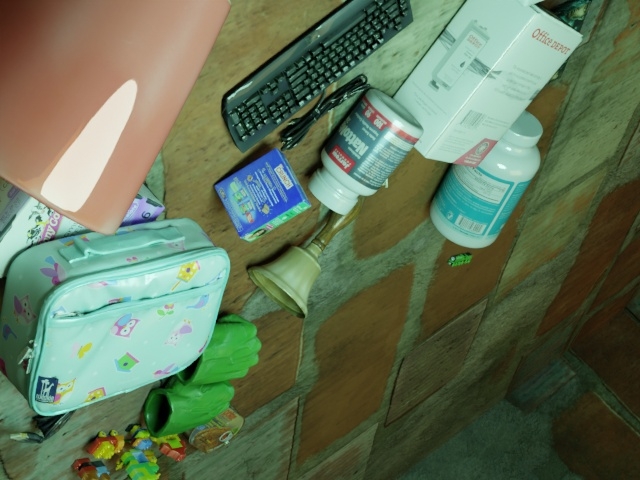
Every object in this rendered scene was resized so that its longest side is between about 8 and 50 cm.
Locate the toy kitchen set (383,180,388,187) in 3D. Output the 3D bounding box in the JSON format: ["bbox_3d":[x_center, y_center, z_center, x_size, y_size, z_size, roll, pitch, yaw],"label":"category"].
[{"bbox_3d":[0.073,-0.134,1.732,0.068,0.075,0.083,-3,108,-2],"label":"toy kitchen set"}]

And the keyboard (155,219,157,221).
[{"bbox_3d":[-0.302,0.004,1.386,0.180,0.023,0.108,-38,148,-12],"label":"keyboard"}]

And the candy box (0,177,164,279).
[{"bbox_3d":[-0.309,-0.024,1.253,0.165,0.070,0.196,-49,150,8],"label":"candy box"}]

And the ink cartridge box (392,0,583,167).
[{"bbox_3d":[0.262,-0.265,1.690,0.283,0.117,0.207,-52,154,20],"label":"ink cartridge box"}]

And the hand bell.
[{"bbox_3d":[0.000,0.000,1.777,0.242,0.126,0.126,-51,158,-16],"label":"hand bell"}]

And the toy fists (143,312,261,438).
[{"bbox_3d":[-0.202,0.234,1.825,0.142,0.096,0.279,-4,137,-40],"label":"toy fists"}]

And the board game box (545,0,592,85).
[{"bbox_3d":[0.413,-0.346,1.896,0.126,0.026,0.186,-29,152,-27],"label":"board game box"}]

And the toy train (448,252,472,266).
[{"bbox_3d":[0.317,0.042,2.384,0.083,0.017,0.024,-9,129,-51],"label":"toy train"}]

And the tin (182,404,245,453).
[{"bbox_3d":[-0.212,0.366,2.087,0.106,0.040,0.190,-37,155,-4],"label":"tin"}]

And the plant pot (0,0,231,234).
[{"bbox_3d":[-0.229,-0.179,0.961,0.243,0.275,0.275,-54,155,0],"label":"plant pot"}]

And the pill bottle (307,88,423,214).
[{"bbox_3d":[0.064,-0.132,1.618,0.180,0.108,0.108,-51,154,17],"label":"pill bottle"}]

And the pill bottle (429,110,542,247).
[{"bbox_3d":[0.315,-0.122,1.964,0.146,0.146,0.264,-20,147,-40],"label":"pill bottle"}]

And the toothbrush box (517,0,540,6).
[{"bbox_3d":[0.381,-0.485,1.508,0.295,0.126,0.216,-26,151,-33],"label":"toothbrush box"}]

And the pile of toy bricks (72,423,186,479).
[{"bbox_3d":[-0.331,0.401,1.879,0.118,0.105,0.212,-51,154,17],"label":"pile of toy bricks"}]

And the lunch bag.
[{"bbox_3d":[-0.250,0.086,1.280,0.279,0.108,0.224,-15,139,-41],"label":"lunch bag"}]

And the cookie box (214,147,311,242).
[{"bbox_3d":[-0.082,-0.064,1.498,0.107,0.092,0.040,-30,165,10],"label":"cookie box"}]

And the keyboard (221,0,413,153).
[{"bbox_3d":[0.006,-0.227,1.473,0.317,0.033,0.201,-38,155,-9],"label":"keyboard"}]

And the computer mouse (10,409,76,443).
[{"bbox_3d":[-0.401,0.216,1.543,0.184,0.060,0.262,-45,167,-6],"label":"computer mouse"}]
